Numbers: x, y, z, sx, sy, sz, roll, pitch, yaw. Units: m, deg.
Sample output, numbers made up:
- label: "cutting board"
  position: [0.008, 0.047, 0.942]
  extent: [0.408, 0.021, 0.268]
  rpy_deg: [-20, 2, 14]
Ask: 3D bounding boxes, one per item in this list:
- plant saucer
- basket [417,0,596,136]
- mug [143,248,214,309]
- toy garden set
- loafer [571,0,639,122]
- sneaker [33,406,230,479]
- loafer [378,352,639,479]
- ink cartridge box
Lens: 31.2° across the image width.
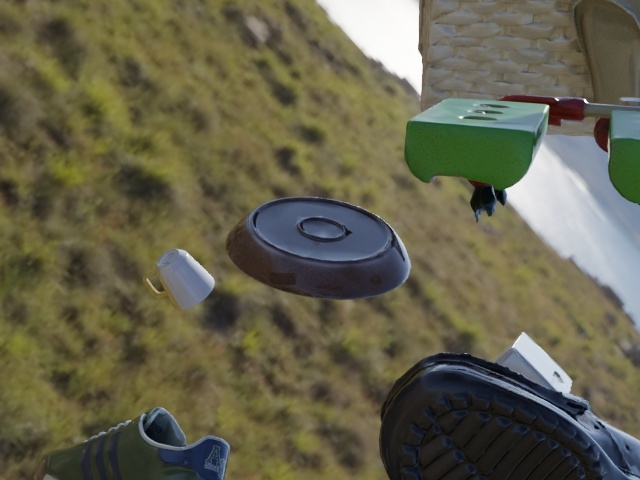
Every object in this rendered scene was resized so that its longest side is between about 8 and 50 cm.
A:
- label: "plant saucer"
  position: [0.000, 0.000, 1.025]
  extent: [0.169, 0.029, 0.168]
  rpy_deg: [7, 25, -3]
- label: "basket"
  position: [0.290, -0.332, 1.490]
  extent: [0.332, 0.328, 0.266]
  rpy_deg: [6, 34, 5]
- label: "mug"
  position: [-0.184, 0.049, 1.459]
  extent: [0.064, 0.078, 0.062]
  rpy_deg: [57, -2, -31]
- label: "toy garden set"
  position: [0.170, -0.024, 0.459]
  extent: [0.244, 0.049, 0.204]
  rpy_deg: [6, 13, 13]
- label: "loafer"
  position: [0.364, -0.184, 1.342]
  extent: [0.092, 0.102, 0.268]
  rpy_deg: [-46, 117, -33]
- label: "sneaker"
  position: [-0.133, 0.163, 0.836]
  extent: [0.192, 0.086, 0.064]
  rpy_deg: [7, -21, 48]
- label: "loafer"
  position: [0.102, 0.109, 0.544]
  extent: [0.220, 0.080, 0.078]
  rpy_deg: [34, 16, -34]
- label: "ink cartridge box"
  position: [0.184, 0.210, 1.329]
  extent: [0.087, 0.208, 0.153]
  rpy_deg: [49, 12, 8]
